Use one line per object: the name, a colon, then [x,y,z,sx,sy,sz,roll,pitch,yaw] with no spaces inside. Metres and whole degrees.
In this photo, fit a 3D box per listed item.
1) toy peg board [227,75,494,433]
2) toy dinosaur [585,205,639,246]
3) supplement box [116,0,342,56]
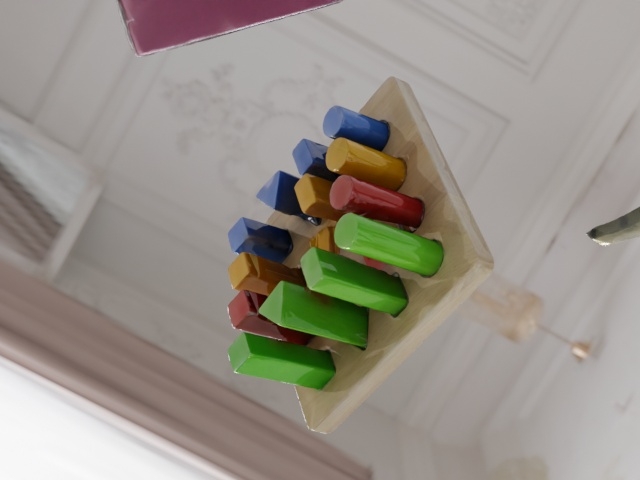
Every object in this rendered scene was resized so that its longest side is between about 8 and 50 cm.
toy peg board: [0.000,0.000,0.813,0.161,0.079,0.161,-48,-137,29]
toy dinosaur: [0.231,-0.057,0.679,0.064,0.118,0.268,-19,146,-34]
supplement box: [-0.002,-0.143,0.473,0.080,0.104,0.188,-9,-162,31]
